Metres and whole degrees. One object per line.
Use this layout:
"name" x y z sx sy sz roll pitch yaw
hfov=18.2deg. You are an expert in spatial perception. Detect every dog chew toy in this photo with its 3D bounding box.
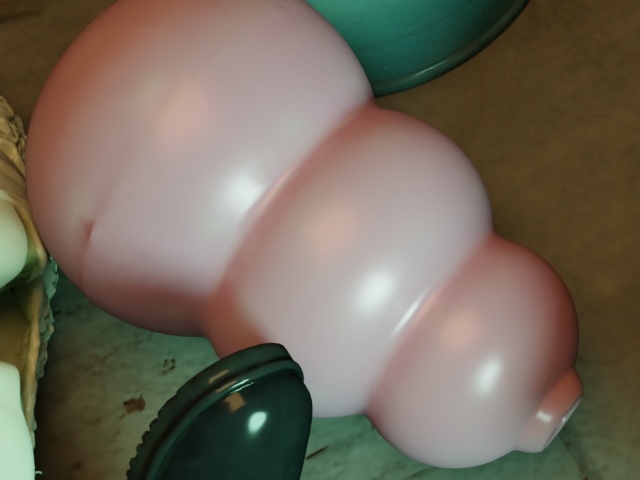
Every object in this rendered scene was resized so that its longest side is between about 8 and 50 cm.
"dog chew toy" 0.000 0.000 1.100 0.332 0.206 0.206 36 78 13

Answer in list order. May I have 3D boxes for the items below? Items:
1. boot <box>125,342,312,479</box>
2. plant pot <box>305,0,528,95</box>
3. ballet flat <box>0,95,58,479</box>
"boot" -0.020 0.199 1.011 0.094 0.246 0.207 -15 53 -42
"plant pot" -0.002 -0.261 1.176 0.271 0.255 0.272 -4 66 10
"ballet flat" -0.201 0.064 1.135 0.147 0.147 0.409 -7 70 9
